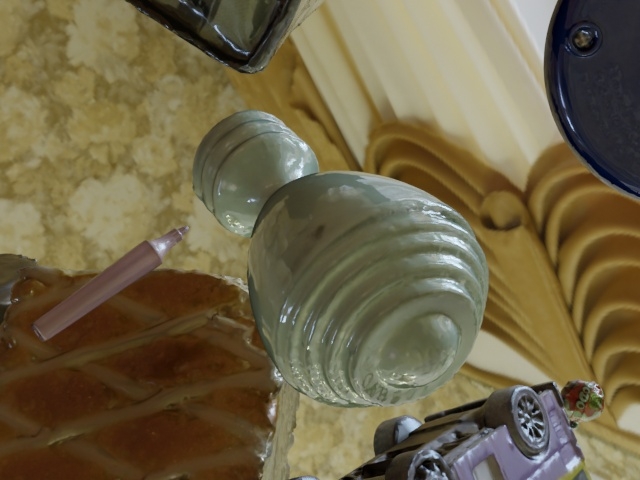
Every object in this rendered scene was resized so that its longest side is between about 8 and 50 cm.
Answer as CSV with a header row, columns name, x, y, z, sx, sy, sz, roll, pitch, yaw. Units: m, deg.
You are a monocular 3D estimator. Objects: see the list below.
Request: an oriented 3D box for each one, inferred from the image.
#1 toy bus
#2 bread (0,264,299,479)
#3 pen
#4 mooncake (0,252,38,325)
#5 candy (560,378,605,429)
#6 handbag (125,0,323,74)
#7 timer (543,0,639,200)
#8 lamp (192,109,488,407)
name,x,y,z,sx,sy,sz,roll,pitch,yaw
toy bus,0.115,0.329,0.876,0.209,0.249,0.440,-26,173,39
bread,-0.224,0.243,1.057,0.390,0.279,0.371,2,-118,9
pen,-0.221,0.040,0.894,0.197,0.032,0.053,-37,-172,-25
mooncake,-0.552,0.144,1.224,0.324,0.187,0.324,-3,-166,1
candy,0.508,0.354,1.692,0.084,0.287,0.078,10,-115,8
handbag,-0.123,-0.310,0.699,0.162,0.327,0.325,-58,-175,29
timer,0.355,-0.195,0.881,0.270,0.270,0.383,-23,-171,12
lamp,0.000,0.000,0.397,0.106,0.106,0.193,-32,-135,-10
